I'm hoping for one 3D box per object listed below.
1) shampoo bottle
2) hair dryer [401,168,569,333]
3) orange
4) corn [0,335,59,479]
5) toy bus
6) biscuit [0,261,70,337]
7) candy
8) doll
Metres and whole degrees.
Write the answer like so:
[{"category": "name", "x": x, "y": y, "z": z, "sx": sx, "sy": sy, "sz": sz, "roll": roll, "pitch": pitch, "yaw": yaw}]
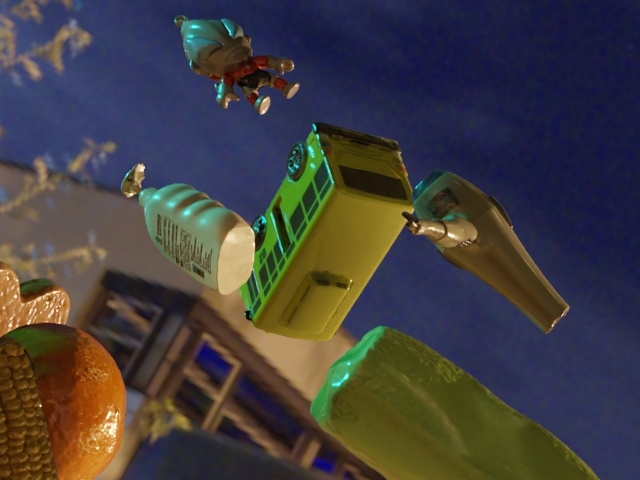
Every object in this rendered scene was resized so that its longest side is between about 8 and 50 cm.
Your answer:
[{"category": "shampoo bottle", "x": -0.122, "y": -0.015, "z": 1.226, "sx": 0.152, "sy": 0.045, "sz": 0.077, "roll": 31, "pitch": -47, "yaw": 34}, {"category": "hair dryer", "x": 0.137, "y": 0.018, "z": 1.148, "sx": 0.167, "sy": 0.067, "sz": 0.199, "roll": 42, "pitch": 13, "yaw": -1}, {"category": "orange", "x": -0.296, "y": 0.186, "z": 1.560, "sx": 0.161, "sy": 0.193, "sz": 0.193, "roll": 10, "pitch": -4, "yaw": -36}, {"category": "corn", "x": -0.265, "y": 0.215, "z": 1.202, "sx": 0.106, "sy": 0.293, "sz": 0.106, "roll": -9, "pitch": 6, "yaw": 1}, {"category": "toy bus", "x": 0.000, "y": 0.000, "z": 1.736, "sx": 0.128, "sy": 0.150, "sz": 0.262, "roll": 11, "pitch": -51, "yaw": -26}, {"category": "biscuit", "x": -0.426, "y": 0.150, "z": 1.613, "sx": 0.052, "sy": 0.275, "sz": 0.355, "roll": 25, "pitch": 24, "yaw": 27}, {"category": "candy", "x": 0.149, "y": 0.227, "z": 1.414, "sx": 0.343, "sy": 0.142, "sz": 0.132, "roll": 35, "pitch": 24, "yaw": 6}, {"category": "doll", "x": -0.066, "y": -0.127, "z": 0.976, "sx": 0.114, "sy": 0.057, "sz": 0.039, "roll": 41, "pitch": -3, "yaw": 28}]
